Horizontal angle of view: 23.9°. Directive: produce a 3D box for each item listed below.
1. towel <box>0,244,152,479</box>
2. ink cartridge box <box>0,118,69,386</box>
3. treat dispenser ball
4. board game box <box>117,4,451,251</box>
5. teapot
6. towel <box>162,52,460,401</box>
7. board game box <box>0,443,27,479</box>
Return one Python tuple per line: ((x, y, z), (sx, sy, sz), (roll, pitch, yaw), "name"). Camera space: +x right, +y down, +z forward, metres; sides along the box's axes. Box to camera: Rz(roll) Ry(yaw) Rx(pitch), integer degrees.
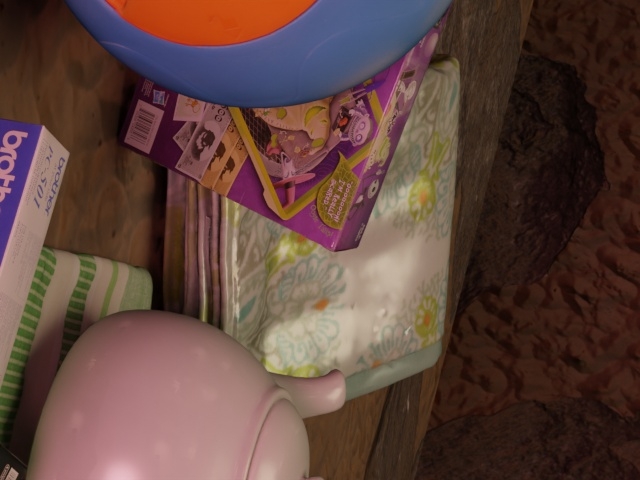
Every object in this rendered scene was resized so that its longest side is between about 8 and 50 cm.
((-0.198, 0.128, 1.082), (0.325, 0.038, 0.248), (25, 75, -76), "towel")
((-0.214, 0.033, 0.820), (0.046, 0.097, 0.207), (59, 43, -69), "ink cartridge box")
((-0.039, -0.226, 0.939), (0.288, 0.288, 0.288), (10, 90, -76), "treat dispenser ball")
((-0.006, -0.190, 1.112), (0.056, 0.208, 0.347), (-3, 117, -60), "board game box")
((-0.090, 0.176, 1.091), (0.252, 0.187, 0.256), (64, 38, -68), "teapot")
((0.002, 0.001, 1.414), (0.374, 0.090, 0.320), (-16, 118, -47), "towel")
((-0.245, 0.184, 0.862), (0.186, 0.026, 0.126), (-66, 150, -25), "board game box")
